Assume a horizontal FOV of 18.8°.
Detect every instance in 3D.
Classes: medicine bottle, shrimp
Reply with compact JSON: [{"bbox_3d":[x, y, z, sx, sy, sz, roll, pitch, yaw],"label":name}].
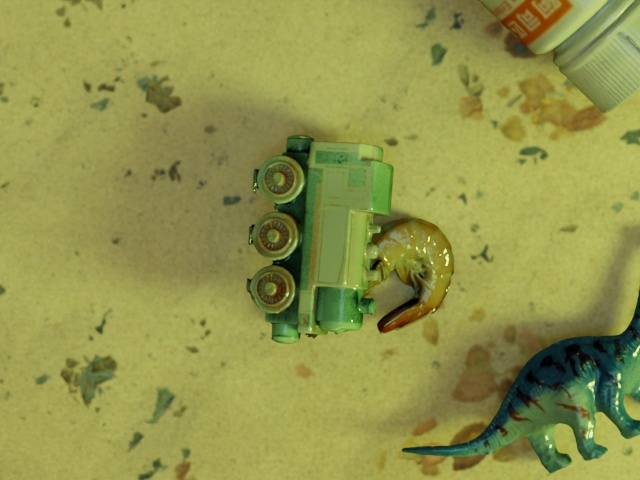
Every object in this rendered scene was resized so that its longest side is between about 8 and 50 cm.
[{"bbox_3d":[0.211,-0.243,1.708,0.252,0.144,0.144,42,101,-5],"label":"medicine bottle"},{"bbox_3d":[0.058,0.048,1.831,0.162,0.045,0.095,-44,116,6],"label":"shrimp"}]

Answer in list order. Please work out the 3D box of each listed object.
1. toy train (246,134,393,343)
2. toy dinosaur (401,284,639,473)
[{"bbox_3d":[0.000,0.000,1.781,0.125,0.081,0.194,3,87,18],"label":"toy train"},{"bbox_3d":[0.246,0.147,1.812,0.329,0.076,0.144,-40,88,8],"label":"toy dinosaur"}]
